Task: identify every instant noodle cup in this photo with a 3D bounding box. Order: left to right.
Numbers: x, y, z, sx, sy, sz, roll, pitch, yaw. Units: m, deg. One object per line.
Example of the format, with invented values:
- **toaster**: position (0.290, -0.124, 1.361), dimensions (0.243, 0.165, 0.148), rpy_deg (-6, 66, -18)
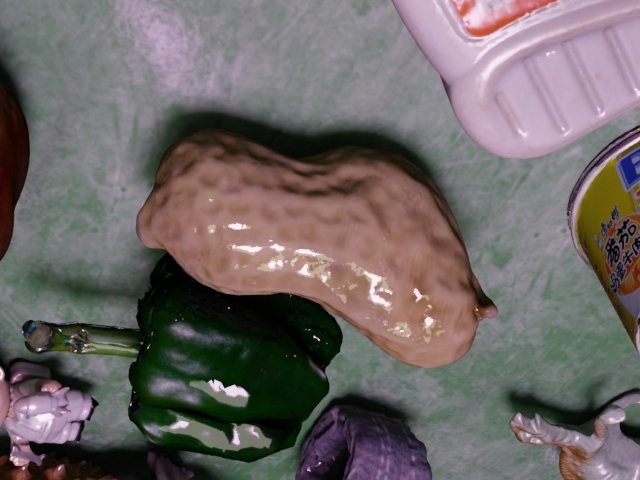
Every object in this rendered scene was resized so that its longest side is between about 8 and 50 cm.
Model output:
- **instant noodle cup**: position (0.325, 0.015, 0.752), dimensions (0.205, 0.153, 0.205), rpy_deg (-1, 129, -2)

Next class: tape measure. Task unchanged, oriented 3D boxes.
- **tape measure**: position (0.176, -0.195, 0.591), dimensions (0.258, 0.130, 0.265), rpy_deg (-27, 120, 16)

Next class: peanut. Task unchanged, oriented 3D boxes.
- **peanut**: position (0.006, -0.007, 0.739), dimensions (0.291, 0.159, 0.143), rpy_deg (22, 162, -7)

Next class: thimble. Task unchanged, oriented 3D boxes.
- **thimble**: position (0.042, 0.252, 0.950), dimensions (0.098, 0.150, 0.150), rpy_deg (20, 127, -19)

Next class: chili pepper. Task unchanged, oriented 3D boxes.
- **chili pepper**: position (-0.119, 0.093, 0.800), dimensions (0.261, 0.165, 0.174), rpy_deg (19, 150, -1)

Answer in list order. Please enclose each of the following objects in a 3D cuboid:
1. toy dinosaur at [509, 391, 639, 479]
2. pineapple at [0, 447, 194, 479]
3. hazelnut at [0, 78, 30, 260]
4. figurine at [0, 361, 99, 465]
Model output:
- **toy dinosaur**: position (0.384, 0.245, 0.984), dimensions (0.205, 0.092, 0.393), rpy_deg (-35, 124, 25)
- **pineapple**: position (-0.244, 0.315, 0.973), dimensions (0.357, 0.223, 0.223), rpy_deg (-9, 130, -4)
- **hazelnut**: position (-0.319, -0.040, 0.650), dimensions (0.229, 0.229, 0.229), rpy_deg (-1, 130, -1)
- **figurine**: position (-0.335, 0.152, 0.884), dimensions (0.229, 0.112, 0.137), rpy_deg (16, 123, -27)
